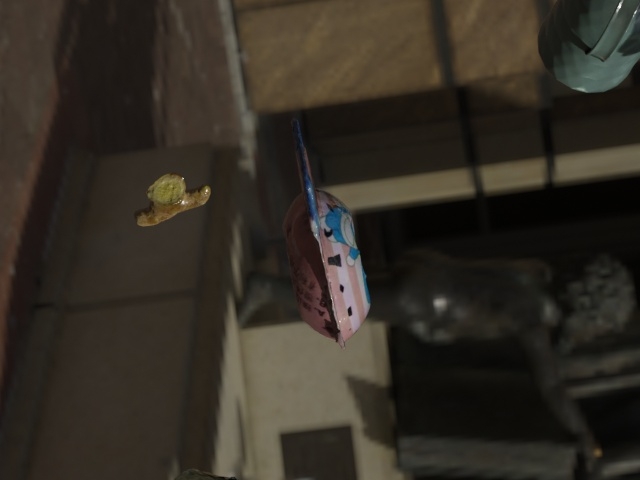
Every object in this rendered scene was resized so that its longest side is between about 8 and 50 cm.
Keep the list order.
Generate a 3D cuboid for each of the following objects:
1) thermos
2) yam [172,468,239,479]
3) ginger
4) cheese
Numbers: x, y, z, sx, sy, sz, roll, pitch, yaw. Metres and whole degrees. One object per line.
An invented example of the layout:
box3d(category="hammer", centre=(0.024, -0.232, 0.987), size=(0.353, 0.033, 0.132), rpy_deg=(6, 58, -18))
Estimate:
box3d(category="thermos", centre=(0.400, -0.316, 2.174), size=(0.286, 0.145, 0.182), rpy_deg=(113, 0, -66))
box3d(category="yam", centre=(-0.011, 0.311, 1.086), size=(0.241, 0.348, 0.241), rpy_deg=(18, 90, -76))
box3d(category="ginger", centre=(-0.161, -0.041, 1.656), size=(0.048, 0.097, 0.030), rpy_deg=(49, 33, -35))
box3d(category="cheese", centre=(0.000, 0.000, 1.582), size=(0.286, 0.074, 0.189), rpy_deg=(77, 0, -50))
